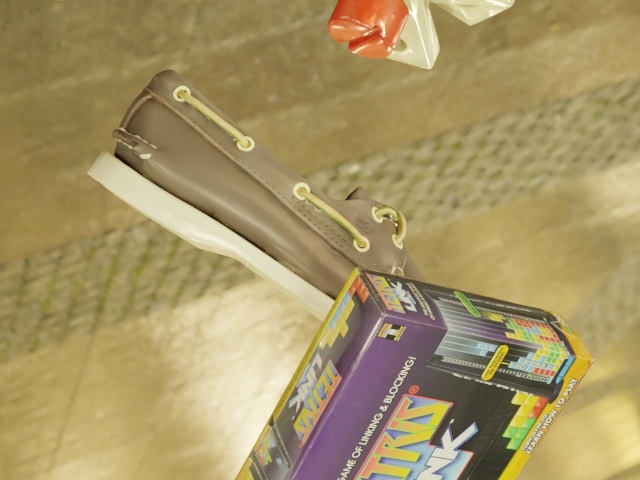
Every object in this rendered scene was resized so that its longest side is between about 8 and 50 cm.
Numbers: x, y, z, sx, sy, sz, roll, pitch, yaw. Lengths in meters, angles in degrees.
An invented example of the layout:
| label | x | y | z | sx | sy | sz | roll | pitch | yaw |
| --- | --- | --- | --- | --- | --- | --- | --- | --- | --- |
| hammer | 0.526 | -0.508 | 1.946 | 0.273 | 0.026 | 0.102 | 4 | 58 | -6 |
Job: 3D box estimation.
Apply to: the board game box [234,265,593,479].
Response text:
| label | x | y | z | sx | sy | sz | roll | pitch | yaw |
| --- | --- | --- | --- | --- | --- | --- | --- | --- | --- |
| board game box | 0.046 | 0.105 | 0.881 | 0.141 | 0.048 | 0.170 | 12 | 119 | -31 |

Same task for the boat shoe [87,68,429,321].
| label | x | y | z | sx | sy | sz | roll | pitch | yaw |
| --- | --- | --- | --- | --- | --- | --- | --- | --- | --- |
| boat shoe | 0.000 | 0.000 | 1.124 | 0.096 | 0.324 | 0.116 | -59 | -177 | -4 |

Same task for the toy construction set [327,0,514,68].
| label | x | y | z | sx | sy | sz | roll | pitch | yaw |
| --- | --- | --- | --- | --- | --- | --- | --- | --- | --- |
| toy construction set | 0.027 | -0.243 | 0.655 | 0.151 | 0.327 | 0.215 | 9 | 163 | -2 |
